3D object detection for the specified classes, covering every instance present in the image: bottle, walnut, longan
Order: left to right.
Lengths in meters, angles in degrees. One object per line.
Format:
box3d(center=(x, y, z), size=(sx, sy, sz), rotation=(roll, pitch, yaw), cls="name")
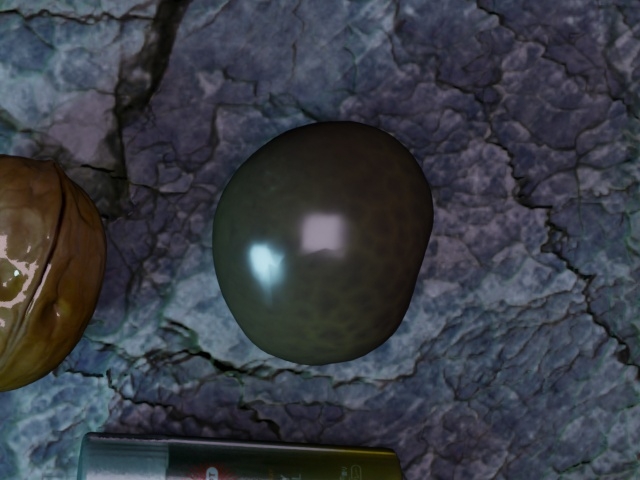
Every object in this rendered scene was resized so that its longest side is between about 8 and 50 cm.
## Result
box3d(center=(-0.267, 0.027, 1.344), size=(0.167, 0.167, 0.207), rotation=(23, 92, -10), cls="walnut")
box3d(center=(-0.073, 0.218, 1.428), size=(0.286, 0.082, 0.082), rotation=(4, 93, -10), cls="bottle")
box3d(center=(0.000, 0.000, 1.376), size=(0.198, 0.198, 0.212), rotation=(11, 107, -10), cls="longan")
